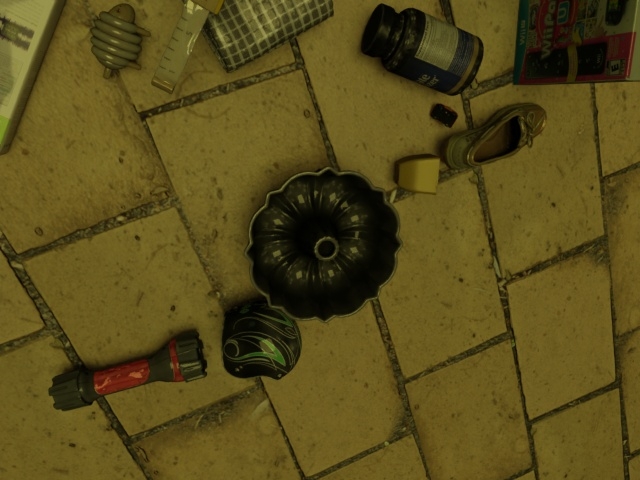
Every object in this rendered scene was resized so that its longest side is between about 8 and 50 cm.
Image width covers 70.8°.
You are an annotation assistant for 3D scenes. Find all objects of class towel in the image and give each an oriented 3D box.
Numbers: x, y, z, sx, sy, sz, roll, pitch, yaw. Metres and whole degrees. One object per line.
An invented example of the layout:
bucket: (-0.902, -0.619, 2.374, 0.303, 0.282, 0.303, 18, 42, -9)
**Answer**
towel: (-0.136, -0.473, 0.778, 0.235, 0.121, 0.284, -32, 111, -4)

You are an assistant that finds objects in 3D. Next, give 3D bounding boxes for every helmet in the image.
helmet: (-0.122, 0.215, 0.972, 0.161, 0.169, 0.170, -1, 108, 3)

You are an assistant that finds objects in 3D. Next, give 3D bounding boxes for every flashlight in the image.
flashlight: (-0.400, 0.280, 0.952, 0.303, 0.103, 0.103, -13, 110, -11)

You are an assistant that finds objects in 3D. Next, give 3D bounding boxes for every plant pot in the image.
plant pot: (0.208, -0.148, 0.991, 0.083, 0.081, 0.081, 1, 107, -2)

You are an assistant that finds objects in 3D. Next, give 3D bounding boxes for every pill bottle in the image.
pill bottle: (0.198, -0.379, 0.891, 0.219, 0.123, 0.123, 14, 103, -17)

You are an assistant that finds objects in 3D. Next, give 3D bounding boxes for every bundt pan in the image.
bundt pan: (0.000, 0.000, 0.957, 0.330, 0.124, 0.331, -4, 107, -12)

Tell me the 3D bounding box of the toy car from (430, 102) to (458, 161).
toy car: (0.273, -0.245, 1.009, 0.040, 0.060, 0.122, -38, 142, -47)

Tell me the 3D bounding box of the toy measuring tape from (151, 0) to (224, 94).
toy measuring tape: (-0.176, -0.389, 0.695, 0.121, 0.121, 0.330, 25, 120, -20)

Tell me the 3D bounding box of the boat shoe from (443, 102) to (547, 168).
boat shoe: (0.406, -0.224, 0.993, 0.285, 0.089, 0.105, -28, 116, -17)

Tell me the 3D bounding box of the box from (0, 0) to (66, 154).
box: (-0.592, -0.335, 0.740, 0.232, 0.058, 0.322, 25, 98, -20)

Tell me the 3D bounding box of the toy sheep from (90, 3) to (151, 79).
toy sheep: (-0.353, -0.344, 0.783, 0.091, 0.091, 0.132, 17, 107, -18)

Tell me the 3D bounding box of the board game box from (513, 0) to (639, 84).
board game box: (0.510, -0.416, 0.861, 0.097, 0.303, 0.224, -6, 108, -10)
